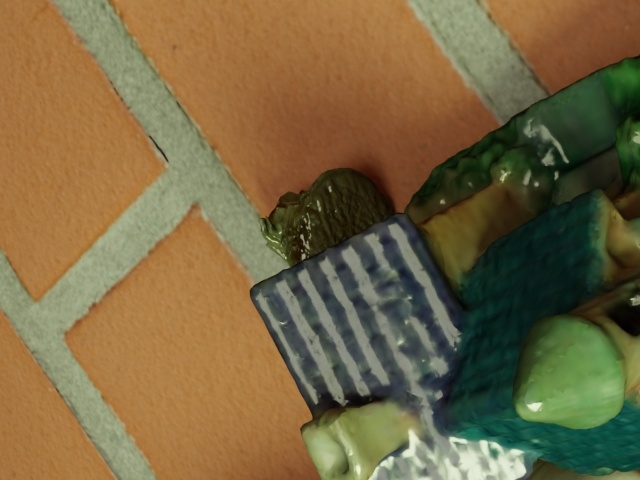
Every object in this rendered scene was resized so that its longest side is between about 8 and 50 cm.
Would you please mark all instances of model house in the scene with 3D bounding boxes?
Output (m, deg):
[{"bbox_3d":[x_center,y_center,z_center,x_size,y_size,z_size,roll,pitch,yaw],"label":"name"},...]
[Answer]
[{"bbox_3d":[0.121,0.053,0.942,0.312,0.280,0.245,-28,88,56],"label":"model house"}]

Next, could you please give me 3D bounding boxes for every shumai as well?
[{"bbox_3d":[-0.001,0.000,1.176,0.087,0.099,0.124,7,106,48],"label":"shumai"}]

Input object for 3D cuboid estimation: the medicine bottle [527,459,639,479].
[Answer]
[{"bbox_3d":[0.115,0.301,1.091,0.306,0.245,0.245,-18,94,36],"label":"medicine bottle"}]
